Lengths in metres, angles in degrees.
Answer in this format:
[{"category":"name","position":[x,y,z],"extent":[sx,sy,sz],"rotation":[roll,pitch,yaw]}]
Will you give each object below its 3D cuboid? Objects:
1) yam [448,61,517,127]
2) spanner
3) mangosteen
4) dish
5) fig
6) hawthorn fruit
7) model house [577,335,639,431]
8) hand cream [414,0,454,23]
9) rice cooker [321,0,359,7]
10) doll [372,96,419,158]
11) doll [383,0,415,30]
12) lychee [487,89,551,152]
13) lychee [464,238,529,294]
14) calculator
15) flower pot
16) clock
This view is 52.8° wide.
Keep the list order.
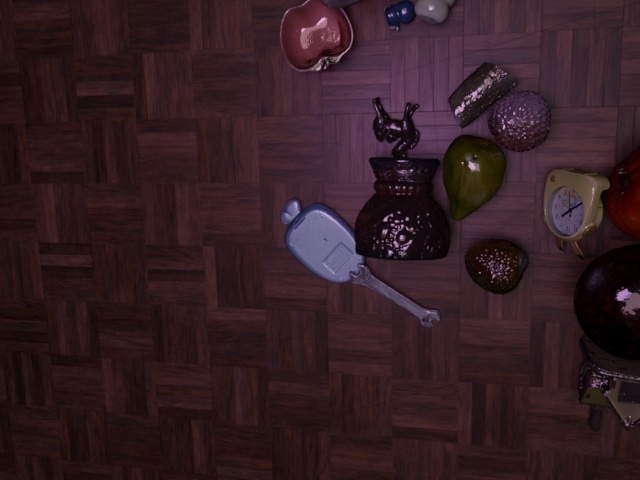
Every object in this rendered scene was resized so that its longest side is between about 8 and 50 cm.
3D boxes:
[{"category":"yam","position":[0.421,-0.394,1.725],"extent":[0.183,0.107,0.107],"rotation":[-43,89,18]},{"category":"spanner","position":[0.218,0.166,1.906],"extent":[0.302,0.017,0.071],"rotation":[33,108,-1]},{"category":"mangosteen","position":[0.806,0.176,1.608],"extent":[0.306,0.359,0.305],"rotation":[-2,126,-2]},{"category":"dish","position":[-0.005,-0.566,1.800],"extent":[0.214,0.090,0.213],"rotation":[2,98,14]},{"category":"fig","position":[0.412,-0.168,1.732],"extent":[0.167,0.167,0.233],"rotation":[1,93,14]},{"category":"hawthorn fruit","position":[0.877,-0.113,1.596],"extent":[0.308,0.265,0.265],"rotation":[10,103,-8]},{"category":"model house","position":[0.791,0.432,1.739],"extent":[0.205,0.218,0.278],"rotation":[8,107,13]},{"category":"hand cream","position":[0.342,-0.727,1.695],"extent":[0.147,0.093,0.305],"rotation":[23,96,9]},{"category":"rice cooker","position":[0.077,-0.774,1.622],"extent":[0.335,0.335,0.325],"rotation":[-33,87,17]},{"category":"doll","position":[0.210,-0.315,1.815],"extent":[0.139,0.057,0.165],"rotation":[7,107,9]},{"category":"doll","position":[0.217,-0.615,1.759],"extent":[0.083,0.050,0.076],"rotation":[-15,101,14]},{"category":"lychee","position":[0.529,-0.310,1.683],"extent":[0.198,0.165,0.165],"rotation":[2,103,-21]},{"category":"lychee","position":[0.479,0.069,1.774],"extent":[0.171,0.171,0.171],"rotation":[3,101,13]},{"category":"calculator","position":[0.000,0.000,1.931],"extent":[0.303,0.042,0.188],"rotation":[41,108,0]},{"category":"flower pot","position":[0.222,-0.092,1.751],"extent":[0.267,0.266,0.266],"rotation":[1,96,13]},{"category":"clock","position":[0.667,-0.070,1.702],"extent":[0.069,0.170,0.231],"rotation":[-6,108,-24]}]
